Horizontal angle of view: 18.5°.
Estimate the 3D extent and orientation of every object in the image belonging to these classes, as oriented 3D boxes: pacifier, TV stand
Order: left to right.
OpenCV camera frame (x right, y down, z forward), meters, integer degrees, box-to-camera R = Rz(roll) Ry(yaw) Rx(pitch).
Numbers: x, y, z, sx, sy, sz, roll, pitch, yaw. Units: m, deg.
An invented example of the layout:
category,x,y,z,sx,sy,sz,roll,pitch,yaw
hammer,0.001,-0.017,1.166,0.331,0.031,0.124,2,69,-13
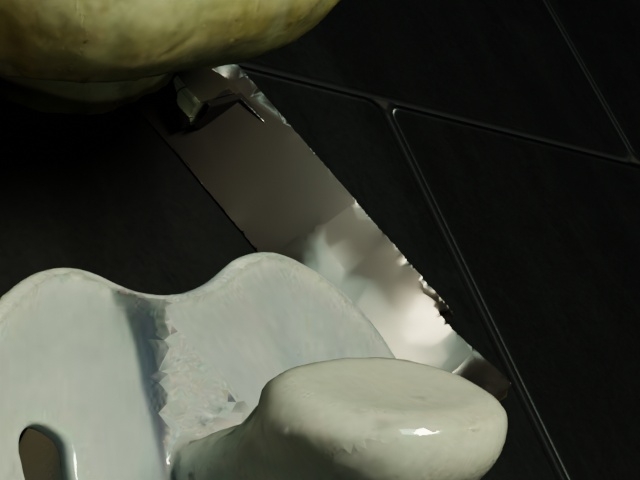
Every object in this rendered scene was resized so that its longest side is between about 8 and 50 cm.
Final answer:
category,x,y,z,sx,sy,sz,roll,pitch,yaw
pacifier,-0.008,0.101,0.782,0.279,0.207,0.227,-5,72,-49
TV stand,0.000,0.000,1.059,0.256,0.040,0.049,50,33,12

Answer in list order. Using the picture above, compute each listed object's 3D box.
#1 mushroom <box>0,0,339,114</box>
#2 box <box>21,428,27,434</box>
category,x,y,z,sx,sy,sz,roll,pitch,yaw
mushroom,-0.132,-0.201,0.956,0.352,0.260,0.352,6,42,-5
box,-0.147,0.056,0.851,0.115,0.025,0.048,20,43,-31
